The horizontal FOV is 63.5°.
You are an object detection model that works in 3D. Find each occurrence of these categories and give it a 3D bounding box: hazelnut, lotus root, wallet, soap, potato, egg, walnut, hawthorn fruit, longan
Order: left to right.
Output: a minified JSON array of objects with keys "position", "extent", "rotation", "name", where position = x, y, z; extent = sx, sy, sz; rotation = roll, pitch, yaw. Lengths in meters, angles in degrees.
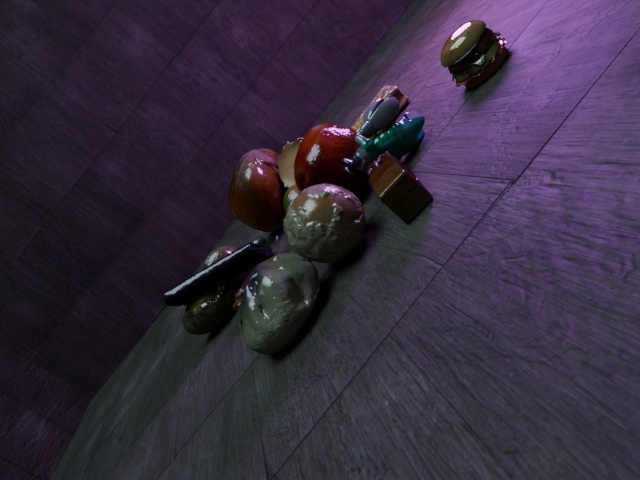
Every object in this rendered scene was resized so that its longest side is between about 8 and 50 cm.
[{"position":[-0.406,0.256,1.940],"extent":[0.278,0.154,0.154],"rotation":[-40,18,25],"name":"lotus root"},{"position":[-0.384,0.132,1.967],"extent":[0.406,0.062,0.228],"rotation":[-30,-13,10],"name":"wallet"},{"position":[-0.408,0.126,2.157],"extent":[0.235,0.178,0.160],"rotation":[-41,1,-6],"name":"potato"},{"position":[-0.229,0.172,1.756],"extent":[0.170,0.069,0.143],"rotation":[-43,18,34],"name":"walnut"},{"position":[-0.247,-0.215,2.237],"extent":[0.315,0.372,0.372],"rotation":[-9,25,7],"name":"hazelnut"},{"position":[-0.050,-0.137,1.825],"extent":[0.176,0.145,0.155],"rotation":[-15,61,36],"name":"longan"},{"position":[0.008,-0.043,1.311],"extent":[0.245,0.203,0.203],"rotation":[-9,43,55],"name":"egg"},{"position":[0.014,-0.208,1.566],"extent":[0.300,0.254,0.254],"rotation":[-45,11,-24],"name":"hawthorn fruit"},{"position":[0.195,-0.444,1.921],"extent":[0.274,0.089,0.173],"rotation":[-49,16,9],"name":"soap"}]

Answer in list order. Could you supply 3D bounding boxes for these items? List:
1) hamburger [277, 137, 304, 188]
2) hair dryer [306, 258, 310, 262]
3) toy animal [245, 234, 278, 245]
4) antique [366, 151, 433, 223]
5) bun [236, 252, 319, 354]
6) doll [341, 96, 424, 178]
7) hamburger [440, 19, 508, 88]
[{"position":[-0.054,-0.300,2.111],"extent":[0.237,0.237,0.149],"rotation":[-45,-18,23],"name":"hamburger"},{"position":[-0.004,0.002,1.562],"extent":[0.154,0.054,0.106],"rotation":[-64,21,-8],"name":"hair dryer"},{"position":[-0.250,0.019,2.216],"extent":[0.253,0.070,0.079],"rotation":[-23,64,38],"name":"toy animal"},{"position":[0.178,-0.142,1.251],"extent":[0.087,0.093,0.310],"rotation":[-47,15,14],"name":"antique"},{"position":[-0.116,0.150,1.295],"extent":[0.273,0.168,0.273],"rotation":[-55,13,19],"name":"bun"},{"position":[0.166,-0.289,1.428],"extent":[0.258,0.153,0.195],"rotation":[-19,-35,-36],"name":"doll"},{"position":[0.397,-0.498,1.367],"extent":[0.175,0.137,0.175],"rotation":[-45,19,21],"name":"hamburger"}]
